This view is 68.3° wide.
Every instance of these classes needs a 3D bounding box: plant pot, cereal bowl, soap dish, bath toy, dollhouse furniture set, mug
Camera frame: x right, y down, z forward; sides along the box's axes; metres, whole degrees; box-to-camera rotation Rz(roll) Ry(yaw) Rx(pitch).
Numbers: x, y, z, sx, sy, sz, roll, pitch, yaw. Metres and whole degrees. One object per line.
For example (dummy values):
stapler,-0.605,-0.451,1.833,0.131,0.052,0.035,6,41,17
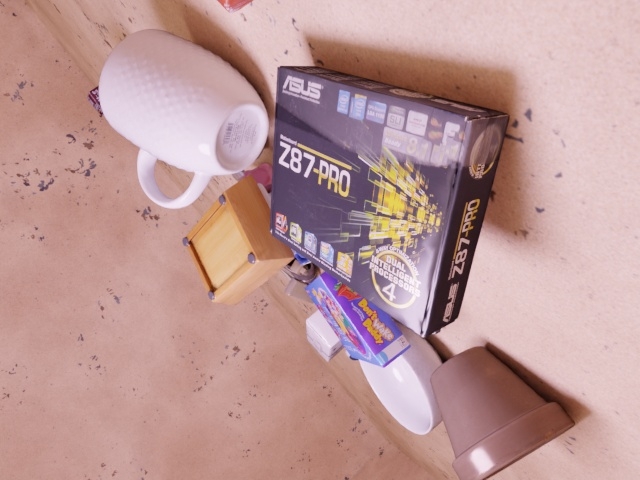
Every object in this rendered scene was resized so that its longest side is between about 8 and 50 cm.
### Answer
plant pot,0.364,0.362,1.023,0.263,0.263,0.229,76,167,-57
cereal bowl,0.253,0.372,1.359,0.339,0.141,0.339,49,153,35
soap dish,-0.210,0.012,1.160,0.291,0.118,0.229,-39,74,42
bath toy,-0.157,-0.130,1.245,0.129,0.151,0.348,17,-126,-80
dollhouse furniture set,-0.049,0.093,1.460,0.144,0.151,0.123,27,-176,-46
mug,-0.312,-0.255,1.095,0.328,0.374,0.276,32,-166,26

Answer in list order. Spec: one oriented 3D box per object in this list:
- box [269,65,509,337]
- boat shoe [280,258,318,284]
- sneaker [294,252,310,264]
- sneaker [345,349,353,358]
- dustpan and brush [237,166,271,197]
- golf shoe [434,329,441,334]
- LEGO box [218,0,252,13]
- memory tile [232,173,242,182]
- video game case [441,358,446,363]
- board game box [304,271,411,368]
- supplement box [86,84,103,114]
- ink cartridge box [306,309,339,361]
box,0.068,-0.084,0.748,0.395,0.097,0.318,33,126,42
boat shoe,-0.146,0.028,1.725,0.355,0.132,0.130,34,150,16
sneaker,0.000,0.000,1.258,0.112,0.131,0.296,48,162,8
sneaker,0.185,0.397,1.661,0.148,0.131,0.350,48,163,17
dustpan and brush,-0.183,-0.185,1.421,0.211,0.060,0.147,38,160,31
golf shoe,0.212,0.173,1.176,0.198,0.094,0.077,47,162,0
LEGO box,-0.121,-0.508,0.336,0.372,0.193,0.500,47,163,6
memory tile,-0.286,-0.233,1.656,0.113,0.012,0.148,53,162,-14
video game case,0.422,0.433,1.339,0.212,0.023,0.193,56,162,-22
board game box,0.072,0.177,1.146,0.233,0.078,0.347,55,168,4
supplement box,-0.618,-0.499,1.502,0.073,0.239,0.130,56,162,-23
ink cartridge box,0.065,0.271,1.555,0.117,0.207,0.283,45,164,17
